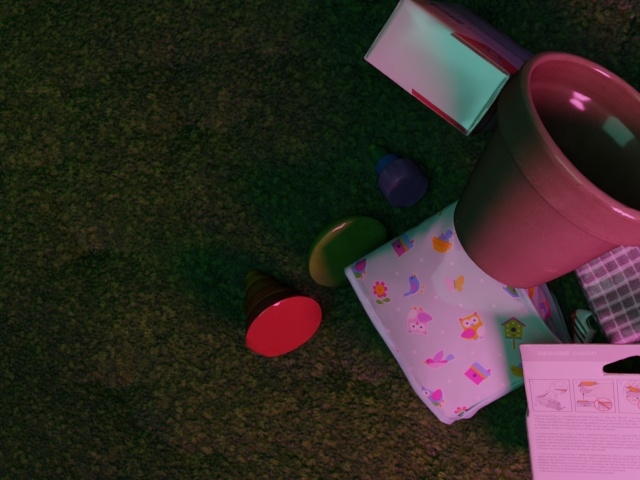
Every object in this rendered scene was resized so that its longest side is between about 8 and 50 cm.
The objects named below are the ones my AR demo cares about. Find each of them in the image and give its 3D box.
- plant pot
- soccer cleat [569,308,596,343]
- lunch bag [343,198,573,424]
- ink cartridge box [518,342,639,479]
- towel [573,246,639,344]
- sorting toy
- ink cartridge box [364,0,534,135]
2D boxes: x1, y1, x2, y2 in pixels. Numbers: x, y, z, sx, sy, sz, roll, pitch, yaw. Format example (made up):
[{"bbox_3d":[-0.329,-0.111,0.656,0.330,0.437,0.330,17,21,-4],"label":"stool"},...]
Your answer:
[{"bbox_3d":[0.288,-0.061,1.582,0.263,0.263,0.229,48,131,10],"label":"plant pot"},{"bbox_3d":[0.362,0.135,1.774,0.036,0.029,0.083,-3,90,26],"label":"soccer cleat"},{"bbox_3d":[0.198,0.095,1.764,0.223,0.160,0.262,-32,81,20],"label":"lunch bag"},{"bbox_3d":[0.416,0.219,1.673,0.296,0.066,0.261,-1,122,17],"label":"ink cartridge box"},{"bbox_3d":[0.451,-0.006,1.674,0.284,0.121,0.235,-29,84,22],"label":"towel"},{"bbox_3d":[0.000,0.000,1.881,0.365,0.127,0.126,-49,48,16],"label":"sorting toy"},{"bbox_3d":[0.187,-0.230,1.693,0.172,0.237,0.100,39,111,13],"label":"ink cartridge box"}]
